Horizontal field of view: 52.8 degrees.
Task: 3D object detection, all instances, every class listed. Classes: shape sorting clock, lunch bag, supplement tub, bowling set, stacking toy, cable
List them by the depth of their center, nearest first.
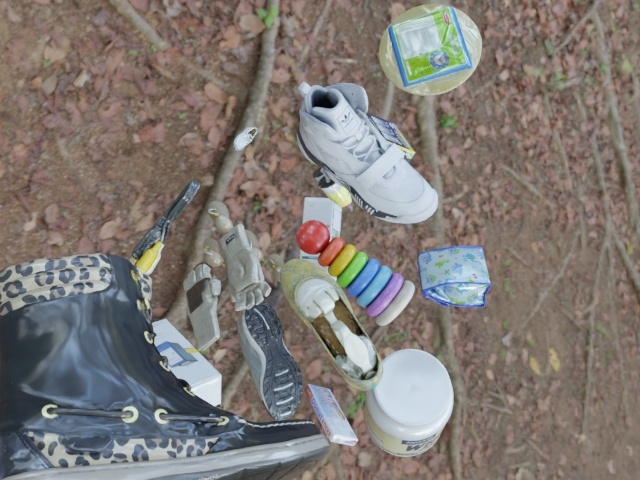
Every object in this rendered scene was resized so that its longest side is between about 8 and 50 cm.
[{"bbox_3d":[0.222,-0.387,1.309,0.040,0.206,0.207,45,48,-68],"label":"shape sorting clock"},{"bbox_3d":[0.302,0.082,1.483,0.129,0.151,0.096,-89,-177,-49],"label":"lunch bag"},{"bbox_3d":[-0.381,-0.025,1.606,0.072,0.139,0.287,40,91,-13],"label":"cable"},{"bbox_3d":[-0.224,0.060,1.630,0.287,0.154,0.200,41,95,-25],"label":"bowling set"},{"bbox_3d":[0.078,0.065,1.654,0.330,0.141,0.141,41,54,-2],"label":"stacking toy"},{"bbox_3d":[0.238,0.446,1.772,0.325,0.235,0.236,85,23,-61],"label":"supplement tub"}]

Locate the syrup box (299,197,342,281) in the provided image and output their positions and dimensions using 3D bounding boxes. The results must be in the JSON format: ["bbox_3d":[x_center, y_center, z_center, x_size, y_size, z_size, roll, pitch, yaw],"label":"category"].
[{"bbox_3d":[0.000,0.000,1.879,0.093,0.096,0.237,22,73,-71],"label":"syrup box"}]

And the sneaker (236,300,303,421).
[{"bbox_3d":[-0.119,0.274,1.457,0.100,0.108,0.272,-12,79,-31],"label":"sneaker"}]

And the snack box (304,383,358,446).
[{"bbox_3d":[0.021,0.385,1.432,0.064,0.178,0.022,21,106,-28],"label":"snack box"}]

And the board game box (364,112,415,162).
[{"bbox_3d":[0.185,-0.306,1.901,0.141,0.048,0.170,17,32,-30],"label":"board game box"}]

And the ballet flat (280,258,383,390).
[{"bbox_3d":[0.029,0.181,1.445,0.123,0.123,0.349,-27,81,-43],"label":"ballet flat"}]

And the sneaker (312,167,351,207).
[{"bbox_3d":[0.038,-0.142,1.630,0.094,0.081,0.209,51,17,-22],"label":"sneaker"}]

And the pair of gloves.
[{"bbox_3d":[-0.217,0.107,1.439,0.042,0.240,0.204,23,30,-45],"label":"pair of gloves"}]

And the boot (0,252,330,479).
[{"bbox_3d":[-0.184,0.161,0.729,0.377,0.138,0.284,2,49,-35],"label":"boot"}]

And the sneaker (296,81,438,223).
[{"bbox_3d":[0.086,-0.185,1.326,0.137,0.365,0.210,-47,160,-13],"label":"sneaker"}]

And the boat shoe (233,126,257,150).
[{"bbox_3d":[-0.207,-0.287,1.806,0.100,0.035,0.035,-57,132,-44],"label":"boat shoe"}]

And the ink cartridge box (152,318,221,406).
[{"bbox_3d":[-0.275,0.269,1.197,0.093,0.212,0.155,-16,123,-35],"label":"ink cartridge box"}]
